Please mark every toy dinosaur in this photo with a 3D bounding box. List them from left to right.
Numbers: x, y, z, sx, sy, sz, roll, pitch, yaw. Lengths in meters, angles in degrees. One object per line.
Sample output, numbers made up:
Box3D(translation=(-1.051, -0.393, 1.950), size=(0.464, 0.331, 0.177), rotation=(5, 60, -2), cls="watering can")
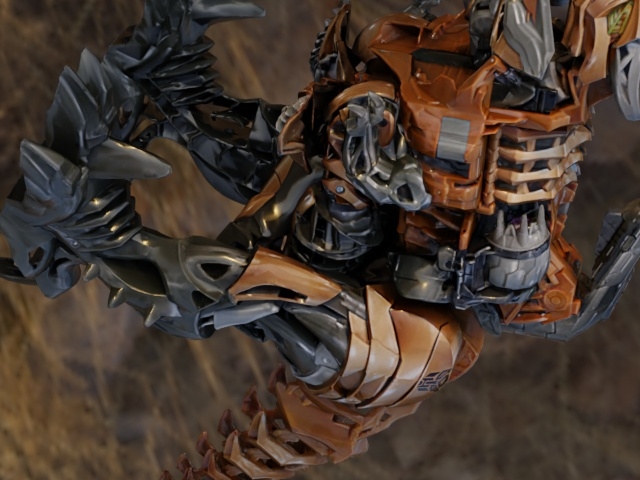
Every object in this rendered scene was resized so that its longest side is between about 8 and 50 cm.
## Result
Box3D(translation=(0.000, 0.000, 0.753), size=(0.218, 0.164, 0.322), rotation=(28, 105, -3), cls="toy dinosaur")
